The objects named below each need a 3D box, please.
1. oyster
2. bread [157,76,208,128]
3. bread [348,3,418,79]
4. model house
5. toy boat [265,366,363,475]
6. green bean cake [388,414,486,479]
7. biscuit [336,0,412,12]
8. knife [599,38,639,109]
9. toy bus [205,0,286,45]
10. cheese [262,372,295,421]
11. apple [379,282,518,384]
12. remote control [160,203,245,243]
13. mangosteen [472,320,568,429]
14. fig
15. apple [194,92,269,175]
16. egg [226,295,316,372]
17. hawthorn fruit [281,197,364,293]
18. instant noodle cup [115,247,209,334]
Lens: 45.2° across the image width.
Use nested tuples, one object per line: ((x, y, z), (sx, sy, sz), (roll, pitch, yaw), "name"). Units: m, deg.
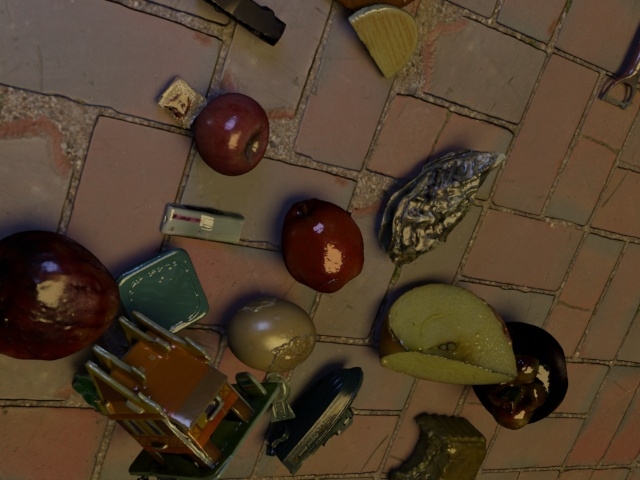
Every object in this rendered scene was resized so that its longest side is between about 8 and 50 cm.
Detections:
((0.270, -0.091, 1.748), (0.351, 0.158, 0.162), (-41, 163, 8), "oyster")
((-0.253, -0.254, 1.412), (0.070, 0.035, 0.083), (-49, 125, -4), "bread")
((0.137, -0.413, 1.533), (0.112, 0.036, 0.193), (-32, 145, 12), "bread")
((-0.318, 0.272, 1.476), (0.313, 0.357, 0.242), (54, 52, -18), "model house")
((0.001, 0.418, 1.837), (0.296, 0.114, 0.122), (-48, 121, -3), "toy boat")
((0.328, 0.611, 2.122), (0.232, 0.124, 0.236), (14, 105, -35), "green bean cake")
((0.114, -0.569, 1.459), (0.295, 0.075, 0.296), (-13, 118, -25), "biscuit")
((0.811, -0.469, 1.945), (0.123, 0.053, 0.278), (8, 109, -40), "knife")
((-0.142, -0.414, 1.379), (0.172, 0.072, 0.057), (26, 99, -39), "toy bus")
((-0.098, 0.361, 1.786), (0.067, 0.026, 0.121), (-11, 101, 4), "cheese")
((0.307, 0.248, 1.883), (0.345, 0.179, 0.254), (14, 113, -11), "apple")
((-0.232, -0.033, 1.534), (0.166, 0.029, 0.065), (8, 109, -33), "remote control")
((0.511, 0.361, 2.007), (0.302, 0.274, 0.275), (-42, 142, -62), "mangosteen")
((-0.474, 0.094, 1.338), (0.263, 0.224, 0.224), (13, 105, -27), "fig")
((-0.166, -0.199, 1.428), (0.153, 0.120, 0.153), (-46, 151, -35), "apple")
((-0.103, 0.204, 1.642), (0.201, 0.164, 0.164), (8, 108, -29), "egg")
((0.000, 0.000, 1.599), (0.185, 0.185, 0.202), (-33, 121, -14), "hawthorn fruit")
((-0.318, 0.104, 1.522), (0.157, 0.070, 0.179), (-28, 124, -19), "instant noodle cup")
